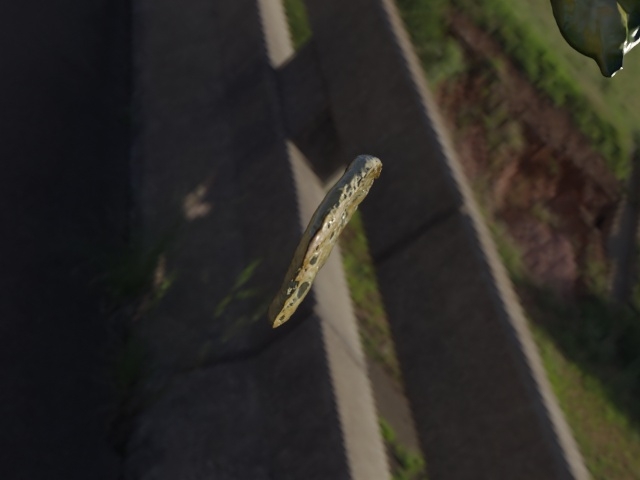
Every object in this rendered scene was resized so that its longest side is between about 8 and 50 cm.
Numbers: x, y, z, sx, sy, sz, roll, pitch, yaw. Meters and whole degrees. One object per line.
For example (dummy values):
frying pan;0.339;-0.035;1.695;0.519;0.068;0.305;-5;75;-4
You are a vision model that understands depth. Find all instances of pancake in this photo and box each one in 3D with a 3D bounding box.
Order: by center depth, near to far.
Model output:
pancake;0.000;0.000;0.963;0.022;0.139;0.139;31;15;2

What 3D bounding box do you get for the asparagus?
asparagus;0.154;-0.235;0.849;0.082;0.085;0.343;6;47;-3
